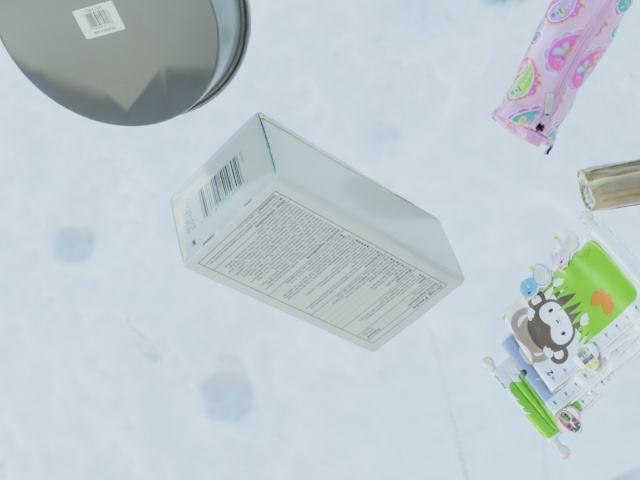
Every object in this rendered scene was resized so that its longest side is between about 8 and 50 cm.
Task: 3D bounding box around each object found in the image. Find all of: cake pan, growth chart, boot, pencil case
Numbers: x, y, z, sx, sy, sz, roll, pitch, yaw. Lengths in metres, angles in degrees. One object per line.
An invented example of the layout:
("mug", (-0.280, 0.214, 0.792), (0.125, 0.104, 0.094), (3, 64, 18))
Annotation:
("cake pan", (-0.220, -0.241, 1.175), (0.293, 0.293, 0.054), (-11, 34, 23))
("growth chart", (0.278, 0.101, 1.241), (0.172, 0.021, 0.237), (45, 116, 29))
("boot", (0.531, -0.088, 1.644), (0.269, 0.236, 0.089), (-10, 94, 6))
("pencil case", (0.385, -0.287, 1.787), (0.124, 0.124, 0.284), (32, 97, 32))

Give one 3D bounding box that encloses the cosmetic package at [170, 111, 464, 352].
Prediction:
("cosmetic package", (0.000, 0.000, 1.274), (0.160, 0.309, 0.113), (-40, 44, 24))
